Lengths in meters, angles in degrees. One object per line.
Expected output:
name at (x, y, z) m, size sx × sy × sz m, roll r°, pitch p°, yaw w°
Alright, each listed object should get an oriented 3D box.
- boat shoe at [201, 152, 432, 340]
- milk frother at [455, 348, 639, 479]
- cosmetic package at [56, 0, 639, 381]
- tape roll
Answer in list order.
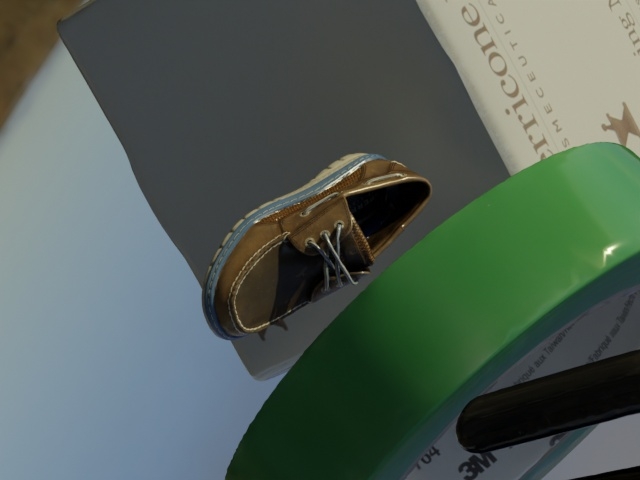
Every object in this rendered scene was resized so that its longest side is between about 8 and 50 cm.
boat shoe at (0.000, 0.000, 1.254) m, size 0.066 × 0.066 × 0.183 m, roll 7°, pitch -140°, yaw 44°
milk frother at (0.099, 0.121, 0.672) m, size 0.135 × 0.129 × 0.143 m, roll -15°, pitch -152°, yaw 20°
cosmetic package at (0.083, -0.145, 1.569) m, size 0.327 × 0.329 × 0.394 m, roll -26°, pitch -175°, yaw 42°
tape roll at (0.090, 0.084, 1.155) m, size 0.321 × 0.077 × 0.321 m, roll -37°, pitch 159°, yaw -17°
